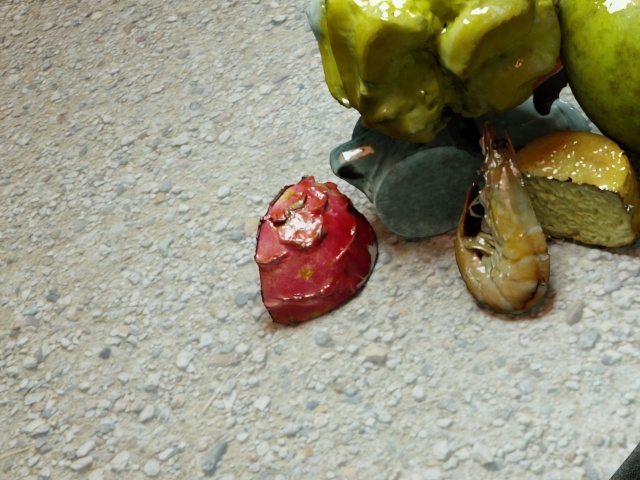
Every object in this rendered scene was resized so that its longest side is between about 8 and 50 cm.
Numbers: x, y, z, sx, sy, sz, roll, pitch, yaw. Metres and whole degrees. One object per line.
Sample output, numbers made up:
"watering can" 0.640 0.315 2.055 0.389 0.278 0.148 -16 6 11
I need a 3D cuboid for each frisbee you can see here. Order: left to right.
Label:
"frisbee" 0.421 -0.283 1.919 0.012 0.187 0.211 17 85 48

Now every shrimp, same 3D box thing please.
"shrimp" 0.254 -0.030 1.751 0.152 0.063 0.287 -17 84 40

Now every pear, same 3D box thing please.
"pear" 0.518 -0.312 1.749 0.352 0.352 0.413 4 94 31

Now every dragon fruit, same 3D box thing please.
"dragon fruit" 0.000 0.000 1.914 0.189 0.163 0.262 18 56 7

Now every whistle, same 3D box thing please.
"whistle" 0.222 -0.157 1.894 0.405 0.188 0.168 -24 43 5

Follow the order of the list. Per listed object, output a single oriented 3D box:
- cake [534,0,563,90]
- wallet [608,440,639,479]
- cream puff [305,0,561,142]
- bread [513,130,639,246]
"cake" 0.366 -0.464 2.043 0.270 0.269 0.319 -20 45 11
"wallet" 0.394 0.295 1.366 0.221 0.262 0.071 -43 89 -15
"cream puff" 0.157 -0.286 1.701 0.378 0.378 0.275 5 64 32
"bread" 0.388 -0.087 1.773 0.229 0.143 0.139 16 60 36
